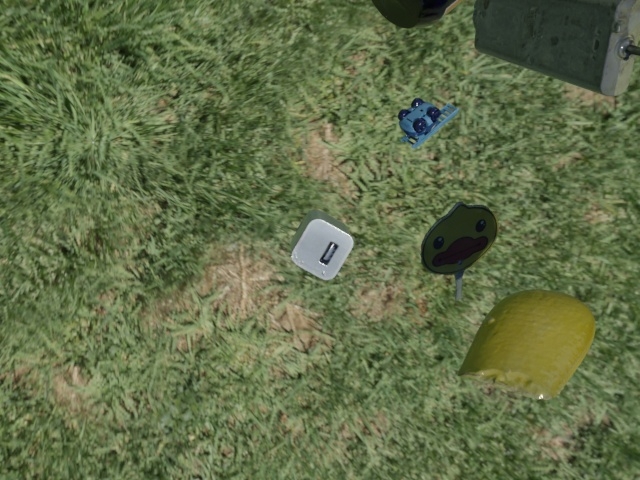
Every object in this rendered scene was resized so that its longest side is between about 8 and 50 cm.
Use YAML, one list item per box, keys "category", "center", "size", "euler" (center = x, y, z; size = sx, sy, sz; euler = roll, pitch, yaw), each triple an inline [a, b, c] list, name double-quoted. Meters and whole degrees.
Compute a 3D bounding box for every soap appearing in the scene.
- category: "soap"
  center: [0.578, 0.281, 2.042]
  size: [0.427, 0.306, 0.115]
  euler: [-45, 129, -37]

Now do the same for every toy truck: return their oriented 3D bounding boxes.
- category: "toy truck"
  center: [0.212, -0.243, 1.436]
  size: [0.136, 0.063, 0.074]
  euler: [-39, 144, -15]

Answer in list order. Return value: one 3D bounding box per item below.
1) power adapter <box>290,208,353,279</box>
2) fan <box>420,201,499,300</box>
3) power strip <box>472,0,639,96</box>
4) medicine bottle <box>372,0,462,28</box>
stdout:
- category: "power adapter"
  center: [0.000, 0.000, 1.845]
  size: [0.125, 0.205, 0.130]
  euler: [29, 101, -8]
- category: "fan"
  center: [0.359, 0.033, 1.898]
  size: [0.229, 0.011, 0.335]
  euler: [-21, 132, -13]
- category: "power strip"
  center: [0.242, -0.212, 0.747]
  size: [0.034, 0.268, 0.092]
  euler: [-8, 117, -21]
- category: "medicine bottle"
  center: [0.290, -0.648, 1.617]
  size: [0.395, 0.242, 0.243]
  euler: [-37, 106, -20]
